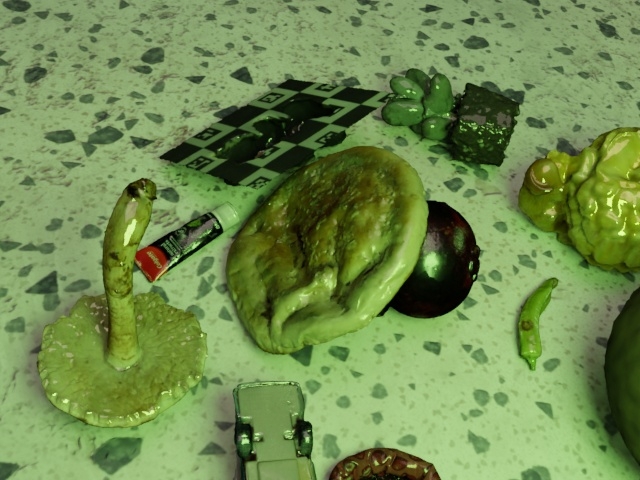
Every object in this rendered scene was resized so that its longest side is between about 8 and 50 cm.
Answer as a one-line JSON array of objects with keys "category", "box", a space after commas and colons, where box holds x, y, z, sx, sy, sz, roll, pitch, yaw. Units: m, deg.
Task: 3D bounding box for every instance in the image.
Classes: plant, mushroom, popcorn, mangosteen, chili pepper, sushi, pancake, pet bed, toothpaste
[{"category": "plant", "box": [0.260, -0.254, 1.377, 0.274, 0.149, 0.146, 25, 52, 16]}, {"category": "mushroom", "box": [-0.299, 0.098, 0.939, 0.207, 0.302, 0.233, -6, 28, 30]}, {"category": "popcorn", "box": [0.529, -0.070, 1.225, 0.332, 0.225, 0.265, 0, 69, 4]}, {"category": "mangosteen", "box": [0.158, 0.030, 1.107, 0.209, 0.210, 0.210, 4, 51, -5]}, {"category": "chili pepper", "box": [0.365, 0.125, 1.153, 0.048, 0.043, 0.208, 13, 49, 19]}, {"category": "sushi", "box": [-0.070, -0.175, 1.299, 0.296, 0.100, 0.373, 19, 46, 40]}, {"category": "pancake", "box": [0.001, -0.001, 1.075, 0.386, 0.082, 0.387, -24, 42, 24]}, {"category": "pet bed", "box": [0.090, 0.372, 0.908, 0.201, 0.054, 0.201, 3, 46, -4]}, {"category": "toothpaste", "box": [-0.228, 0.001, 1.172, 0.193, 0.045, 0.071, -32, 61, -22]}]

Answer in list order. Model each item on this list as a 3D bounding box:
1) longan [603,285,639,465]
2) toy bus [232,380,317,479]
[{"category": "longan", "box": [0.586, 0.192, 0.909, 0.390, 0.391, 0.391, 4, 51, -5]}, {"category": "toy bus", "box": [-0.057, 0.344, 0.860, 0.112, 0.138, 0.317, 2, 50, -13]}]
